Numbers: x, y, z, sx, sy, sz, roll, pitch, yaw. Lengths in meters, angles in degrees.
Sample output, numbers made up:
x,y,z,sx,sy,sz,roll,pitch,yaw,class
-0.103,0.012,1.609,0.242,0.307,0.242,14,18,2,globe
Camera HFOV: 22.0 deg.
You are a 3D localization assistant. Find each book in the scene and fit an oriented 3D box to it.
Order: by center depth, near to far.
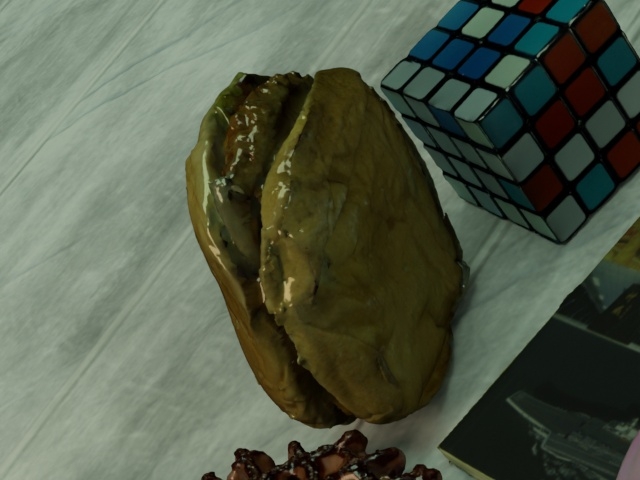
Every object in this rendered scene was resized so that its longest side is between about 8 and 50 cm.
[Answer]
x,y,z,sx,sy,sz,roll,pitch,yaw,class
0.282,0.061,1.184,0.374,0.028,0.262,-47,32,-13,book

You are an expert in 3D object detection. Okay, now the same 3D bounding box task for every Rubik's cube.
x,y,z,sx,sy,sz,roll,pitch,yaw,class
0.174,-0.115,1.385,0.151,0.155,0.154,-46,33,-9,Rubik's cube

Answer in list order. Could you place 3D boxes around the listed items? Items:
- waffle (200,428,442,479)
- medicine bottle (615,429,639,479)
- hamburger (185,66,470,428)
x,y,z,sx,sy,sz,roll,pitch,yaw,class
-0.016,0.230,1.211,0.234,0.055,0.221,-5,37,30,waffle
0.240,0.118,0.605,0.178,0.178,0.291,-48,6,-15,medicine bottle
0.001,0.000,1.289,0.145,0.283,0.259,-6,28,28,hamburger
